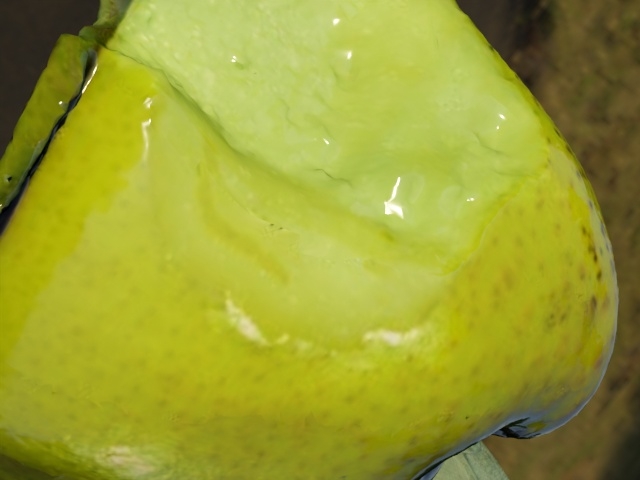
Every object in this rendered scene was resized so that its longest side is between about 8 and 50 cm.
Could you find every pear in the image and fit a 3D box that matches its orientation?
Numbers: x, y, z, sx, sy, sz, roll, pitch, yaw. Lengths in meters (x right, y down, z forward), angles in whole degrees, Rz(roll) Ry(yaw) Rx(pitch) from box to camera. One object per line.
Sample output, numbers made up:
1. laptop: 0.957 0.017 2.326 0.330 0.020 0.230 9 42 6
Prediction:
1. pear: 0.000 0.000 0.731 0.292 0.292 0.159 -40 177 -36

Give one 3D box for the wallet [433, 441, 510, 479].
1. wallet: 0.035 0.234 1.118 0.342 0.237 0.075 -3 146 -42
